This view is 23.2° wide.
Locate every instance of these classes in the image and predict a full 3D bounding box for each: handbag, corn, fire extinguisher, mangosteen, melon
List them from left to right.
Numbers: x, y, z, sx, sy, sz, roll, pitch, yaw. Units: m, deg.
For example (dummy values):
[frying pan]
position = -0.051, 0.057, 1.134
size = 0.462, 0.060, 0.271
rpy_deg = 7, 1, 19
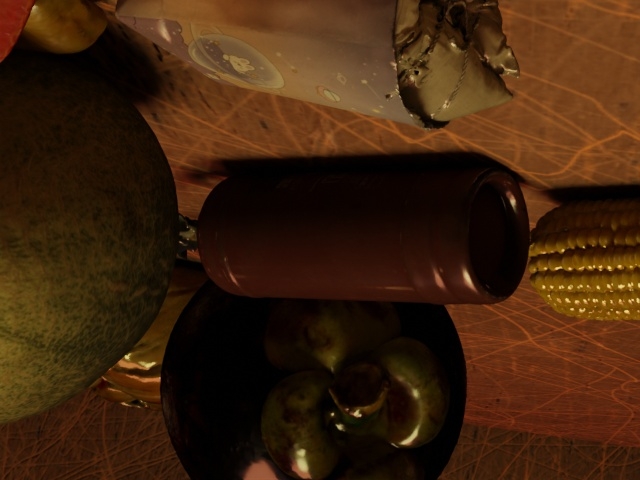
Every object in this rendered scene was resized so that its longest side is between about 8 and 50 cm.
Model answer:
[melon]
position = -0.218, -0.004, 0.983
size = 0.249, 0.248, 0.329
rpy_deg = 7, -177, 7
[fire extinguisher]
position = 0.000, 0.000, 1.237
size = 0.344, 0.102, 0.138
rpy_deg = 0, 168, 37
[mangosteen]
position = 0.006, 0.153, 1.465
size = 0.297, 0.297, 0.313
rpy_deg = 20, -157, -45
[handbag]
position = 0.005, -0.110, 0.745
size = 0.173, 0.095, 0.117
rpy_deg = 12, 177, 24
[corn]
position = 0.266, 0.012, 1.129
size = 0.244, 0.093, 0.093
rpy_deg = -3, 164, 37

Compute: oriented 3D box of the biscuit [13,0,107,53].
[biscuit]
position = -0.224, -0.146, 0.852
size = 0.183, 0.039, 0.174
rpy_deg = 6, 166, 12

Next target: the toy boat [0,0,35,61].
[toy boat]
position = -0.172, -0.131, 0.766
size = 0.069, 0.058, 0.173
rpy_deg = 12, 151, -21

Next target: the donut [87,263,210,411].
[donut]
position = -0.224, 0.116, 1.819
size = 0.360, 0.170, 0.360
rpy_deg = 6, 168, 1
